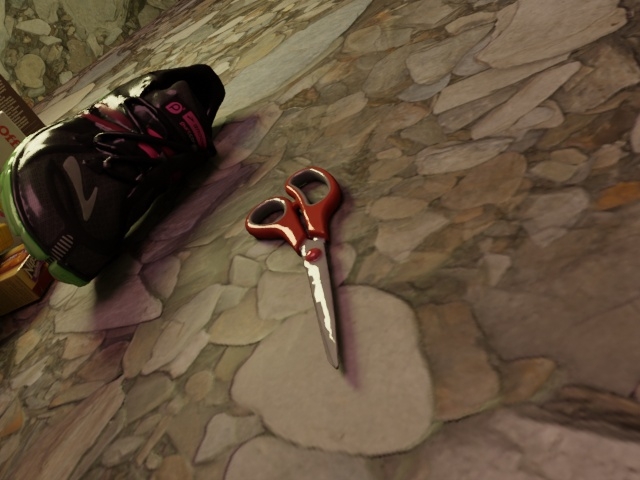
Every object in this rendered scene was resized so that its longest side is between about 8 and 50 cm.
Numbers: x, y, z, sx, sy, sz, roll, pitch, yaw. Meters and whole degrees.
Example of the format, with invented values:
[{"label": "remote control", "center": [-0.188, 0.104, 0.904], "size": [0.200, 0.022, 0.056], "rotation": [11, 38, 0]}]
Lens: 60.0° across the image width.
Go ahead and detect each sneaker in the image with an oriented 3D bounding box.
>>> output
[{"label": "sneaker", "center": [-0.266, -0.138, 0.787], "size": [0.202, 0.185, 0.482], "rotation": [-22, 34, 25]}]

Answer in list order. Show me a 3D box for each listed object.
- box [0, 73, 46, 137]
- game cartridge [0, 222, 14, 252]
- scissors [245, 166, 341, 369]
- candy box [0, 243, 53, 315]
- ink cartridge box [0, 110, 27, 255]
[{"label": "box", "center": [-0.830, -0.300, 1.332], "size": [0.191, 0.381, 0.143], "rotation": [-16, 35, 26]}, {"label": "game cartridge", "center": [-0.599, 0.065, 0.716], "size": [0.285, 0.052, 0.323], "rotation": [-15, 15, -5]}, {"label": "scissors", "center": [0.000, 0.000, 0.507], "size": [0.109, 0.021, 0.297], "rotation": [-34, 30, -4]}, {"label": "candy box", "center": [-0.476, 0.066, 0.822], "size": [0.187, 0.053, 0.109], "rotation": [-21, 31, 17]}, {"label": "ink cartridge box", "center": [-0.624, -0.070, 1.000], "size": [0.117, 0.201, 0.278], "rotation": [-2, 43, 40]}]
